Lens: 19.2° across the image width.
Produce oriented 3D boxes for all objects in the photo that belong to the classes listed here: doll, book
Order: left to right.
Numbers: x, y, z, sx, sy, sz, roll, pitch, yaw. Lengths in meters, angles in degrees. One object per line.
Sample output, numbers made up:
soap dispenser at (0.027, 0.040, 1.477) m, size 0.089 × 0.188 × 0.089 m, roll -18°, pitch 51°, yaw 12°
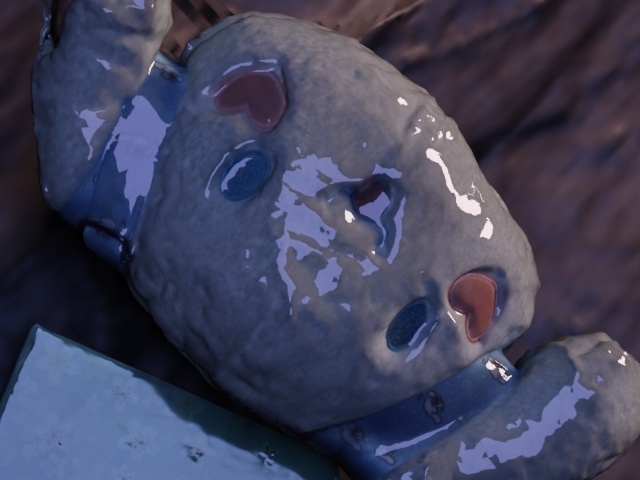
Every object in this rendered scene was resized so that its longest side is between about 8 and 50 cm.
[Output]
book at (-0.058, 0.103, 0.508) m, size 0.103 × 0.017 × 0.135 m, roll 25°, pitch 71°, yaw -9°
doll at (0.000, 0.000, 0.524) m, size 0.214 × 0.071 × 0.103 m, roll 44°, pitch 75°, yaw -9°
